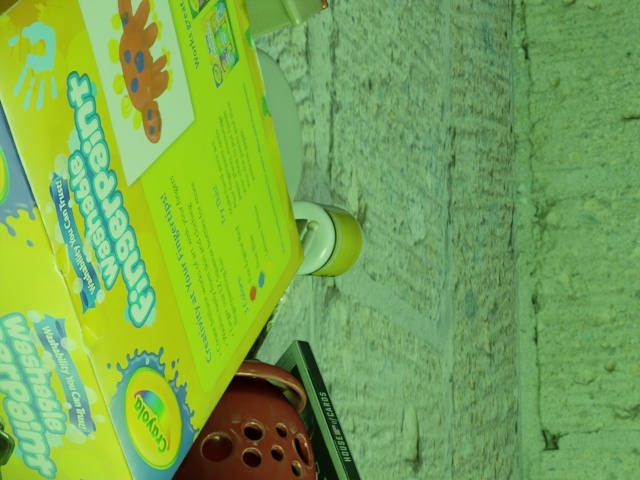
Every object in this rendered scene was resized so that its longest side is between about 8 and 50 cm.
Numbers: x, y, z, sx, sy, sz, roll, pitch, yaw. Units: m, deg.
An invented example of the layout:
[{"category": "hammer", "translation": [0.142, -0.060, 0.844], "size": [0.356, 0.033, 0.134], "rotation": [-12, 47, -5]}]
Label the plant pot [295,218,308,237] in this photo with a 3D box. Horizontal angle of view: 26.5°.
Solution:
[{"category": "plant pot", "translation": [-0.082, 0.073, 1.615], "size": [0.236, 0.032, 0.236], "rotation": [-62, -177, 5]}]

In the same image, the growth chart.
[{"category": "growth chart", "translation": [-0.066, 0.097, 1.642], "size": [0.237, 0.021, 0.172], "rotation": [-61, -176, 33]}]

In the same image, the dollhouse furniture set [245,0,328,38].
[{"category": "dollhouse furniture set", "translation": [-0.090, -0.354, 1.487], "size": [0.259, 0.262, 0.135], "rotation": [65, 24, -17]}]

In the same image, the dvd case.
[{"category": "dvd case", "translation": [-0.031, 0.262, 1.564], "size": [0.030, 0.179, 0.238], "rotation": [12, 40, -35]}]

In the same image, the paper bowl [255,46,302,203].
[{"category": "paper bowl", "translation": [-0.119, -0.117, 1.563], "size": [0.284, 0.148, 0.284], "rotation": [-5, 90, -68]}]

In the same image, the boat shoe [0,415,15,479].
[{"category": "boat shoe", "translation": [-0.298, 0.161, 1.044], "size": [0.132, 0.130, 0.355], "rotation": [-52, 133, -61]}]

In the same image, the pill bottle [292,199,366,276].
[{"category": "pill bottle", "translation": [0.000, 0.000, 1.905], "size": [0.184, 0.103, 0.103], "rotation": [9, 77, -68]}]

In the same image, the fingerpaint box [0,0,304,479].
[{"category": "fingerpaint box", "translation": [-0.189, -0.060, 1.154], "size": [0.371, 0.163, 0.444], "rotation": [-60, 146, -47]}]

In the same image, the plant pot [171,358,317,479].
[{"category": "plant pot", "translation": [-0.100, 0.235, 1.482], "size": [0.191, 0.191, 0.174], "rotation": [52, 28, -55]}]
